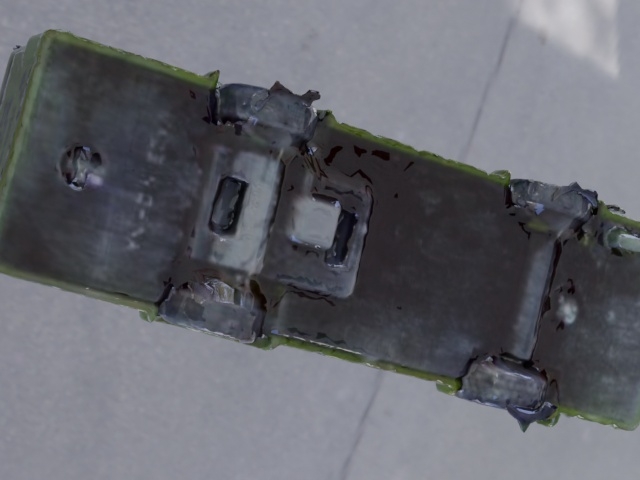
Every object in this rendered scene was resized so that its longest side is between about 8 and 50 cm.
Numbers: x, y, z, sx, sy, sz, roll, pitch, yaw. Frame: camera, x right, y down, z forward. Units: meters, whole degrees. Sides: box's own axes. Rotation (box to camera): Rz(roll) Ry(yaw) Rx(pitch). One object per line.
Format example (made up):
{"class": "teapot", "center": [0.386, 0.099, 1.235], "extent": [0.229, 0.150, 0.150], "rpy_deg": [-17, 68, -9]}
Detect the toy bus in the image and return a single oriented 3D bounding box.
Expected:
{"class": "toy bus", "center": [0.000, 0.000, 0.620], "extent": [0.302, 0.139, 0.113], "rpy_deg": [17, 86, -26]}
